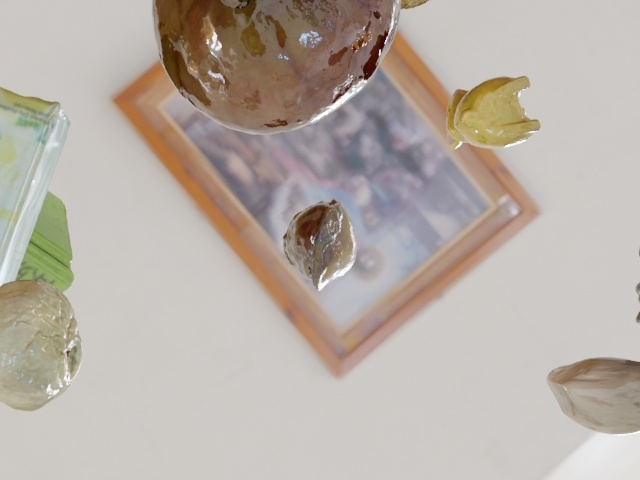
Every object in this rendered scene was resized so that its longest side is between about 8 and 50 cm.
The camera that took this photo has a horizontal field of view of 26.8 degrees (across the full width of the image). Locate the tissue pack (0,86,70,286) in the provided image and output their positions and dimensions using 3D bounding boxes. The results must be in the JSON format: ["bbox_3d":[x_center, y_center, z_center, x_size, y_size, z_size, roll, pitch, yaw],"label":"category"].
[{"bbox_3d":[-0.471,-0.003,1.468,0.162,0.287,0.388,100,8,-85],"label":"tissue pack"}]

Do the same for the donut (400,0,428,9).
[{"bbox_3d":[0.090,-0.369,1.676,0.178,0.162,0.065,-57,-165,-13],"label":"donut"}]

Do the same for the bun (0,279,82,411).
[{"bbox_3d":[-0.235,0.087,1.106,0.069,0.115,0.115,2,-161,11],"label":"bun"}]

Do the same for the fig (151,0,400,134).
[{"bbox_3d":[-0.045,-0.218,1.236,0.235,0.214,0.235,-14,-145,10],"label":"fig"}]

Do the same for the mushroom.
[{"bbox_3d":[0.369,0.190,1.580,0.097,0.212,0.088,109,-9,-59],"label":"mushroom"}]

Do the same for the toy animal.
[{"bbox_3d":[0.155,-0.123,1.375,0.083,0.070,0.159,-14,-177,-14],"label":"toy animal"}]

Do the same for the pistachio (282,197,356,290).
[{"bbox_3d":[0.000,0.000,2.306,0.210,0.130,0.165,101,-4,-69],"label":"pistachio"}]

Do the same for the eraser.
[{"bbox_3d":[-0.512,-0.046,2.080,0.092,0.274,0.210,-37,-138,16],"label":"eraser"}]

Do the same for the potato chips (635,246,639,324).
[{"bbox_3d":[0.506,-0.071,1.713,0.373,0.097,0.389,-42,156,-12],"label":"potato chips"}]
